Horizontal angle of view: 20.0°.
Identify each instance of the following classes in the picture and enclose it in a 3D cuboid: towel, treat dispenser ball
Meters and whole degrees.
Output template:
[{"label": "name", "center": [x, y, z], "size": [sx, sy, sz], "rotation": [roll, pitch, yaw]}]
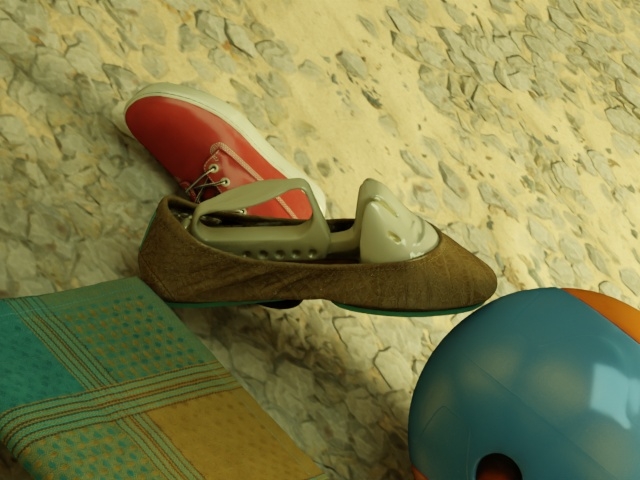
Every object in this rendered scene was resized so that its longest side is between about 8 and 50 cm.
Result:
[{"label": "towel", "center": [-0.141, 0.168, 1.507], "size": [0.271, 0.040, 0.370], "rotation": [-7, 43, -49]}, {"label": "treat dispenser ball", "center": [0.227, 0.187, 1.738], "size": [0.288, 0.288, 0.288], "rotation": [27, 39, -24]}]

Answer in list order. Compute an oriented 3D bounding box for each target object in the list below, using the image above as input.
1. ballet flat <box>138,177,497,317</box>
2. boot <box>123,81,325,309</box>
[{"label": "ballet flat", "center": [0.000, 0.000, 1.704], "size": [0.342, 0.124, 0.116], "rotation": [3, 29, 0]}, {"label": "boot", "center": [-0.103, -0.040, 1.810], "size": [0.244, 0.088, 0.176], "rotation": [36, 37, -19]}]
